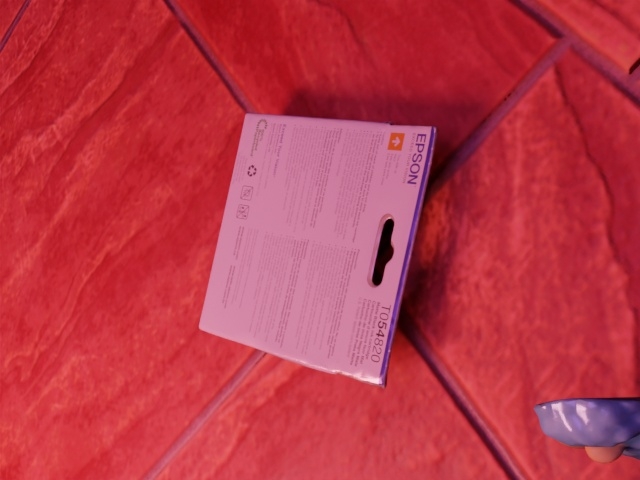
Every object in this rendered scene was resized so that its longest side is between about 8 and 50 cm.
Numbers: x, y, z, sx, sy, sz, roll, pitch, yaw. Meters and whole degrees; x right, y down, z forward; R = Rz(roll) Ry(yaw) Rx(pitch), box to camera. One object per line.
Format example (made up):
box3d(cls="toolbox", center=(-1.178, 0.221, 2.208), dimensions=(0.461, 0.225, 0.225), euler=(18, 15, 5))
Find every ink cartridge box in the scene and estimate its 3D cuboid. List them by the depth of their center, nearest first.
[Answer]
box3d(cls="ink cartridge box", center=(0.000, 0.000, 0.707), dimensions=(0.224, 0.045, 0.223), euler=(12, 89, 39))

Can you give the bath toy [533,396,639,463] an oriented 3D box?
box3d(cls="bath toy", center=(0.197, 0.263, 0.437), dimensions=(0.151, 0.129, 0.348), euler=(-16, 72, 36))
